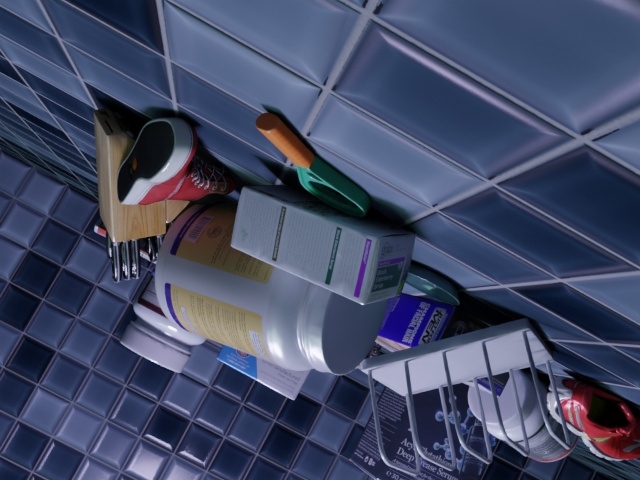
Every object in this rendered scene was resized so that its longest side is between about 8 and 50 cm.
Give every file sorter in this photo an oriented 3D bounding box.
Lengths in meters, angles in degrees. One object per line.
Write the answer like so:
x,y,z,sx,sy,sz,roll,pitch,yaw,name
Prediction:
0.237,0.264,1.202,0.278,0.173,0.193,-18,149,21,file sorter

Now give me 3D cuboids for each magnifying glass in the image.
-0.009,-0.084,0.881,0.092,0.026,0.231,22,169,32,magnifying glass

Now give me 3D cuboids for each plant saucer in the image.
0.171,0.066,1.185,0.119,0.021,0.119,28,170,5,plant saucer

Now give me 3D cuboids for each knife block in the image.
-0.340,-0.058,1.277,0.276,0.242,0.088,39,-172,-48,knife block

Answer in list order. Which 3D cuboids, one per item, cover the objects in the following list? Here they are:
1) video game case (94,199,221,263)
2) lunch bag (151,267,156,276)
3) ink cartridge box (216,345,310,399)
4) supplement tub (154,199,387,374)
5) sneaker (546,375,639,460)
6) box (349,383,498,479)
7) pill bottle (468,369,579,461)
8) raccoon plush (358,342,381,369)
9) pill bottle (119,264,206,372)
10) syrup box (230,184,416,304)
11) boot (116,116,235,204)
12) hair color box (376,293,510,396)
-0.268,-0.023,1.473,0.285,0.204,0.025,28,139,-1,video game case
-0.198,0.119,1.599,0.303,0.115,0.243,31,171,9,lunch bag
-0.093,0.216,1.895,0.223,0.307,0.129,28,169,1,ink cartridge box
-0.080,0.075,1.234,0.331,0.241,0.241,15,166,30,supplement tub
0.544,0.344,1.391,0.279,0.107,0.118,30,162,-25,sneaker
0.321,0.528,2.114,0.294,0.395,0.212,30,170,-16,box
0.452,0.381,1.658,0.161,0.161,0.283,18,167,47,pill bottle
-0.019,0.238,2.186,0.446,0.216,0.299,32,162,-20,raccoon plush
-0.369,0.146,2.044,0.224,0.392,0.224,28,171,5,pill bottle
0.000,0.000,1.009,0.237,0.096,0.093,23,-162,33,syrup box
-0.191,-0.114,1.131,0.176,0.088,0.244,1,164,-30,boot
0.216,0.195,1.504,0.185,0.110,0.339,33,168,-23,hair color box
